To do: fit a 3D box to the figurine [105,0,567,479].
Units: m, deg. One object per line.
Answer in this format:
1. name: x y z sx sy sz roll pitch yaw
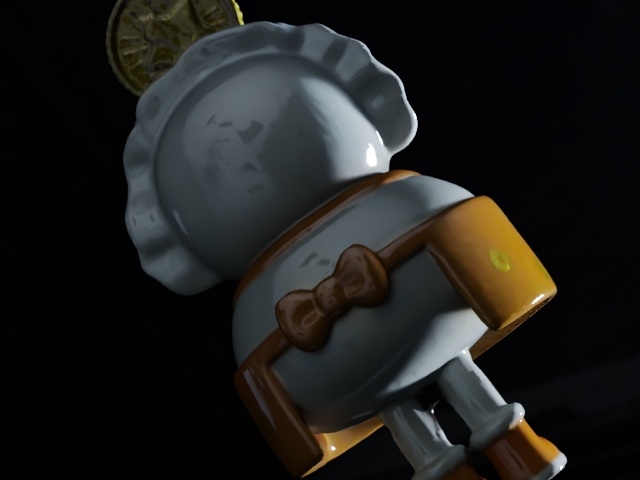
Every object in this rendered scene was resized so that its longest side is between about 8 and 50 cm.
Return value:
1. figurine: 0.000 0.002 0.682 0.143 0.271 0.143 -37 -172 6
